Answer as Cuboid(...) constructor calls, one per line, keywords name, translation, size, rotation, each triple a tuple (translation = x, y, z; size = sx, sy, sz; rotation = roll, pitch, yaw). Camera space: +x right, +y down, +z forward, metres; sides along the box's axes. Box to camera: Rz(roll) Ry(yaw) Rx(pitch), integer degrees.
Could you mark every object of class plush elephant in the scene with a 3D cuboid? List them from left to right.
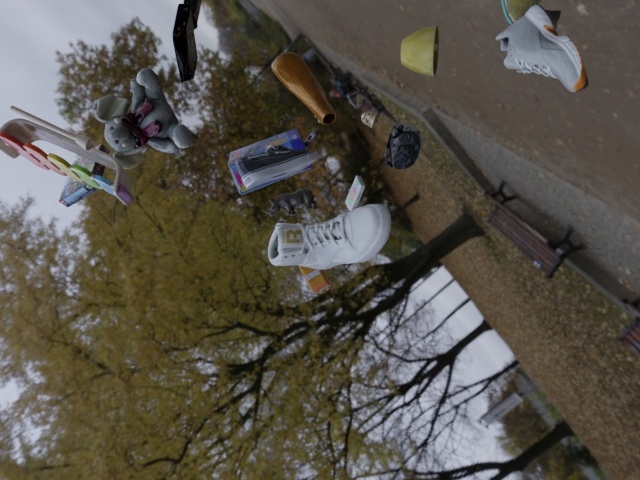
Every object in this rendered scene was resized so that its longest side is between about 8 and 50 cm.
Cuboid(name="plush elephant", translation=(-0.622, -0.388, 1.631), size=(0.271, 0.255, 0.330), rotation=(63, 164, -17))

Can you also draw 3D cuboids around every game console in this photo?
Cuboid(name="game console", translation=(-0.412, -0.698, 1.526), size=(0.213, 0.044, 0.361), rotation=(110, 164, -66))

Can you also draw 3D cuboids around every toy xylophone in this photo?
Cuboid(name="toy xylophone", translation=(-0.590, -0.194, 1.104), size=(0.323, 0.081, 0.236), rotation=(21, 167, 5))

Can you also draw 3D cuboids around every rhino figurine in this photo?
Cuboid(name="rhino figurine", translation=(-0.139, -0.165, 2.164), size=(0.073, 0.243, 0.106), rotation=(60, -165, -83))

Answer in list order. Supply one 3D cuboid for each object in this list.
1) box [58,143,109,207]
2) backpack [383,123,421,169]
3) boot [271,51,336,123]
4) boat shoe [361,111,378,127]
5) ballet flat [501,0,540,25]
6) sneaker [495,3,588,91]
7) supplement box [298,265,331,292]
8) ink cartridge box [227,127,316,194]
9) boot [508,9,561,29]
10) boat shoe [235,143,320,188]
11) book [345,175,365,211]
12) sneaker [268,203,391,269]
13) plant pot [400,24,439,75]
Cuboid(name="box", translation=(-0.891, -0.249, 1.821), size=(0.044, 0.159, 0.233), rotation=(48, -156, -43))
Cuboid(name="backpack", translation=(0.291, -0.333, 1.672), size=(0.115, 0.152, 0.182), rotation=(16, -153, -5))
Cuboid(name="boot", translation=(-0.040, -0.521, 1.681), size=(0.211, 0.104, 0.295), rotation=(57, -163, 14))
Cuboid(name="boat shoe", translation=(0.196, -0.504, 1.989), size=(0.059, 0.063, 0.170), rotation=(23, -172, -5))
Cuboid(name="ballet flat", translation=(0.539, -0.706, 1.245), size=(0.123, 0.123, 0.348), rotation=(37, -125, -37))
Cuboid(name="sneaker", translation=(0.470, -0.388, 1.034), size=(0.099, 0.121, 0.262), rotation=(39, -150, -43))
Cuboid(name="supplement box", translation=(-0.045, 0.101, 1.998), size=(0.233, 0.080, 0.078), rotation=(60, -172, 12))
Cuboid(name="ink cartridge box", translation=(-0.197, -0.369, 2.135), size=(0.270, 0.396, 0.151), rotation=(-111, 2, -66))
Cuboid(name="boot", translation=(0.614, -0.576, 1.385), size=(0.247, 0.161, 0.083), rotation=(-20, -148, -38))
Cuboid(name="boat shoe", translation=(-0.127, -0.247, 1.469), size=(0.301, 0.108, 0.102), rotation=(-26, -91, -37))
Cuboid(name="book", translation=(0.158, -0.206, 2.157), size=(0.035, 0.144, 0.096), rotation=(10, -148, -17))
Cuboid(name="sneaker", translation=(0.000, 0.000, 0.992), size=(0.169, 0.292, 0.108), rotation=(4, -111, -33))
Cuboid(name="plant pot", translation=(0.280, -0.535, 1.361), size=(0.095, 0.134, 0.134), rotation=(6, -179, 18))
